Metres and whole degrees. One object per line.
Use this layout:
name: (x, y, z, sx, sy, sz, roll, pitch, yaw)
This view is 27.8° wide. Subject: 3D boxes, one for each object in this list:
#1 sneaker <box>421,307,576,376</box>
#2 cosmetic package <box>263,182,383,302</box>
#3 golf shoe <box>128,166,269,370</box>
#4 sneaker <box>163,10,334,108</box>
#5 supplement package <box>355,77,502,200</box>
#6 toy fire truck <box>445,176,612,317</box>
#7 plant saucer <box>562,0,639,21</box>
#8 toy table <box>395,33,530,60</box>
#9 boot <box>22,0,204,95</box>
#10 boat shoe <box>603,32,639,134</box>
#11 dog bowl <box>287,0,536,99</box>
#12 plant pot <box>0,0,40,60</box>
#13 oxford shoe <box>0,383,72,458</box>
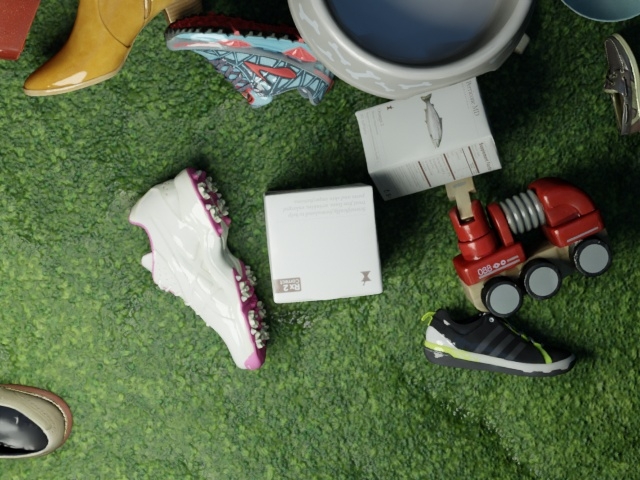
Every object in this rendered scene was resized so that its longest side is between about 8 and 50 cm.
sneaker: (0.265, 0.144, 1.902, 0.235, 0.084, 0.097, 6, 92, -4)
cosmetic package: (0.000, 0.000, 1.828, 0.151, 0.184, 0.151, -6, 94, -3)
golf shoe: (-0.173, 0.053, 1.870, 0.140, 0.115, 0.306, -22, 88, 9)
sneaker: (-0.097, -0.247, 1.831, 0.262, 0.104, 0.125, 7, 110, -19)
supplement package: (0.155, -0.143, 1.834, 0.179, 0.105, 0.105, -17, 64, 10)
toy fire truck: (0.276, -0.046, 1.875, 0.217, 0.158, 0.246, -24, 105, -1)
plant saucer: (0.421, -0.418, 1.901, 0.195, 0.037, 0.195, 0, 94, -4)
toy table: (0.196, -0.345, 1.832, 0.252, 0.161, 0.274, 43, 90, -4)
boot: (-0.312, -0.343, 1.799, 0.295, 0.104, 0.211, -26, 120, -12)
boat shoe: (0.444, -0.229, 1.904, 0.049, 0.056, 0.152, -20, 94, -7)
dog bowl: (0.128, -0.360, 1.697, 0.349, 0.102, 0.348, 0, 92, -4)
plant pot: (-0.492, -0.373, 1.755, 0.236, 0.267, 0.267, 20, 92, -17)
oxford shoe: (-0.534, 0.244, 1.838, 0.348, 0.130, 0.123, 5, 93, -4)
